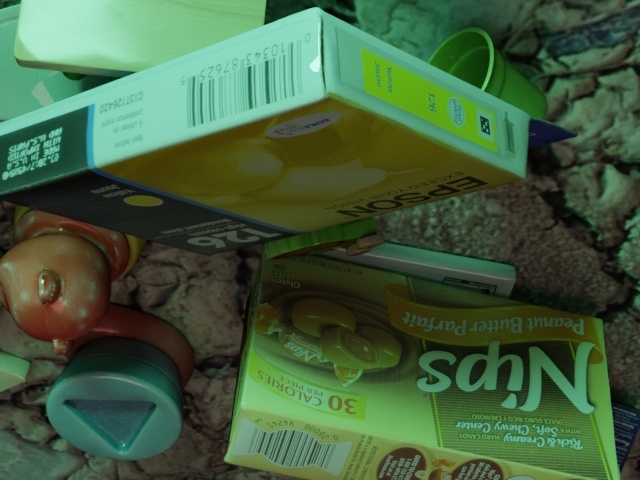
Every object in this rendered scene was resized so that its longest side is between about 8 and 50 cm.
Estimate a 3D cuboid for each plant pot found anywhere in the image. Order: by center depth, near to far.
[{"bbox_3d":[0.128,-0.107,0.950,0.079,0.083,0.083,24,133,-32],"label":"plant pot"}]

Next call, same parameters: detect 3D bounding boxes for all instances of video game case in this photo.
[{"bbox_3d":[0.067,0.071,1.164,0.190,0.022,0.173,10,134,-4],"label":"video game case"}]

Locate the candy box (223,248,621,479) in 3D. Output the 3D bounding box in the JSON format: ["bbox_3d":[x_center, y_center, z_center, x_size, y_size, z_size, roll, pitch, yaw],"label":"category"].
[{"bbox_3d":[0.087,0.126,1.070,0.316,0.183,0.088,13,135,-7],"label":"candy box"}]

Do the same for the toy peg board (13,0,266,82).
[{"bbox_3d":[-0.117,-0.178,0.873,0.161,0.161,0.079,6,165,-4],"label":"toy peg board"}]

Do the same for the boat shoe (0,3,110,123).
[{"bbox_3d":[-0.246,-0.128,0.965,0.302,0.091,0.114,-5,109,6],"label":"boat shoe"}]

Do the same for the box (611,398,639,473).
[{"bbox_3d":[0.211,0.248,1.216,0.136,0.036,0.225,20,92,-13],"label":"box"}]

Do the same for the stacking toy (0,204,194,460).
[{"bbox_3d":[-0.274,0.102,1.160,0.279,0.130,0.309,-7,132,13],"label":"stacking toy"}]

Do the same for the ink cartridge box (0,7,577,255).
[{"bbox_3d":[-0.020,-0.051,0.888,0.303,0.072,0.307,-14,159,37],"label":"ink cartridge box"}]

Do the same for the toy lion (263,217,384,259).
[{"bbox_3d":[0.000,0.000,1.041,0.096,0.034,0.100,-13,175,-8],"label":"toy lion"}]
